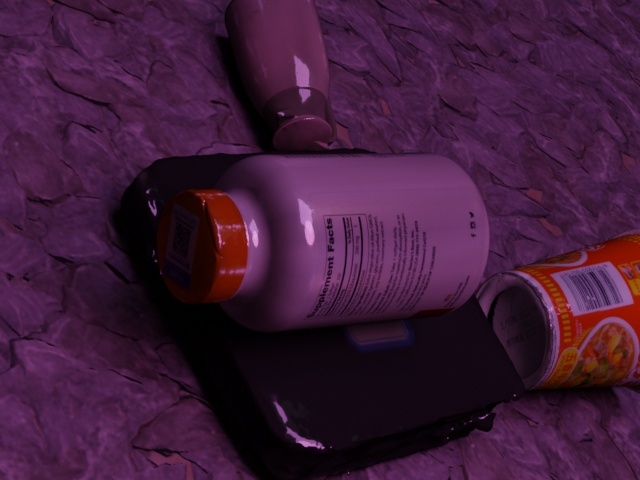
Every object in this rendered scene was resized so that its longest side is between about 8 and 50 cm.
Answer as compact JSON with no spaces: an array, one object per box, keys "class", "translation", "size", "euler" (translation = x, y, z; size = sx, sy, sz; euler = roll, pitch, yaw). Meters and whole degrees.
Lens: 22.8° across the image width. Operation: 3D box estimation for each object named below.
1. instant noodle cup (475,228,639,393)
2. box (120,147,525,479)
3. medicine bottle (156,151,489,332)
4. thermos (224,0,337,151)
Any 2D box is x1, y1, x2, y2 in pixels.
[{"class":"instant noodle cup","translation":[0.283,0.091,1.736],"size":[0.212,0.193,0.193],"euler":[-6,59,-37]},{"class":"box","translation":[0.007,0.058,1.565],"size":[0.359,0.091,0.350],"euler":[-7,58,-46]},{"class":"medicine bottle","translation":[0.000,0.000,1.418],"size":[0.289,0.157,0.157],"euler":[-3,57,-37]},{"class":"thermos","translation":[-0.028,-0.175,1.756],"size":[0.137,0.105,0.193],"euler":[39,29,-52]}]
